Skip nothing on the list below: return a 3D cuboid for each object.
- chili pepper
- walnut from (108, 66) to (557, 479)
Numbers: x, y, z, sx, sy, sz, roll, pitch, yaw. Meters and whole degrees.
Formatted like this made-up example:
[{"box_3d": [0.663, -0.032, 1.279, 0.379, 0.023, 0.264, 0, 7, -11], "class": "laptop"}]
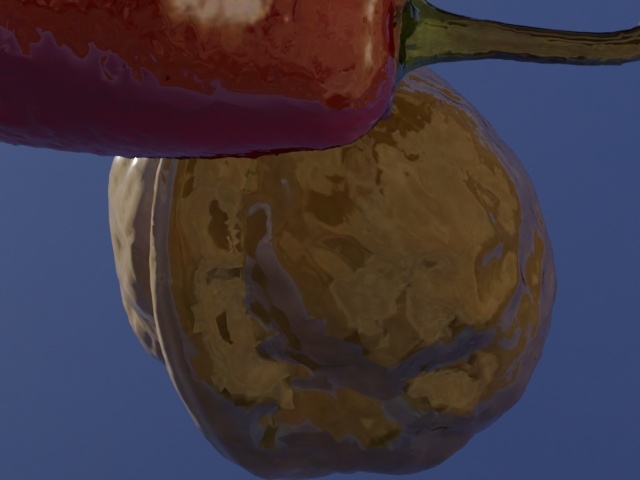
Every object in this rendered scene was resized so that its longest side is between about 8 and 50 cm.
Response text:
[{"box_3d": [-0.024, -0.099, 0.759, 0.338, 0.131, 0.134, 8, -119, 14], "class": "chili pepper"}, {"box_3d": [0.011, 0.009, 1.369, 0.383, 0.383, 0.383, 9, -112, -24], "class": "walnut"}]
